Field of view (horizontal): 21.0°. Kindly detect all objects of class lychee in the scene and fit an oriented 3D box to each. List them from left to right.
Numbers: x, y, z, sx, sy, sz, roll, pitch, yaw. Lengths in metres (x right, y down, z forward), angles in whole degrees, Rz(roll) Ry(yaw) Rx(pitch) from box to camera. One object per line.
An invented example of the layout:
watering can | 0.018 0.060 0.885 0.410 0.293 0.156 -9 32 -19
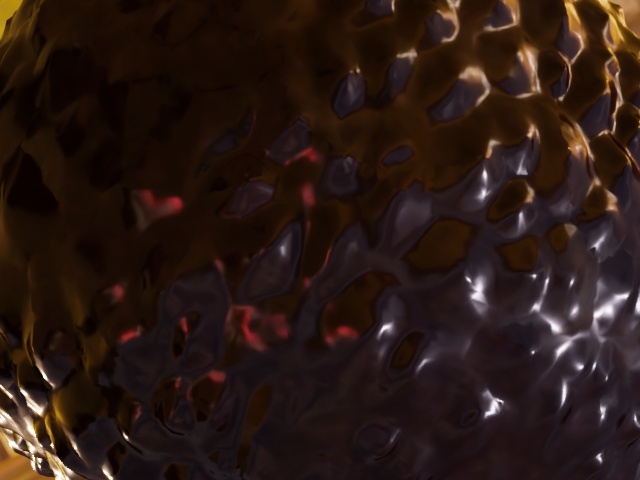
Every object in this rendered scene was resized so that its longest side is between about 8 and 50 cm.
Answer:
lychee | 0.000 0.000 0.555 0.261 0.260 0.260 -27 -173 3
